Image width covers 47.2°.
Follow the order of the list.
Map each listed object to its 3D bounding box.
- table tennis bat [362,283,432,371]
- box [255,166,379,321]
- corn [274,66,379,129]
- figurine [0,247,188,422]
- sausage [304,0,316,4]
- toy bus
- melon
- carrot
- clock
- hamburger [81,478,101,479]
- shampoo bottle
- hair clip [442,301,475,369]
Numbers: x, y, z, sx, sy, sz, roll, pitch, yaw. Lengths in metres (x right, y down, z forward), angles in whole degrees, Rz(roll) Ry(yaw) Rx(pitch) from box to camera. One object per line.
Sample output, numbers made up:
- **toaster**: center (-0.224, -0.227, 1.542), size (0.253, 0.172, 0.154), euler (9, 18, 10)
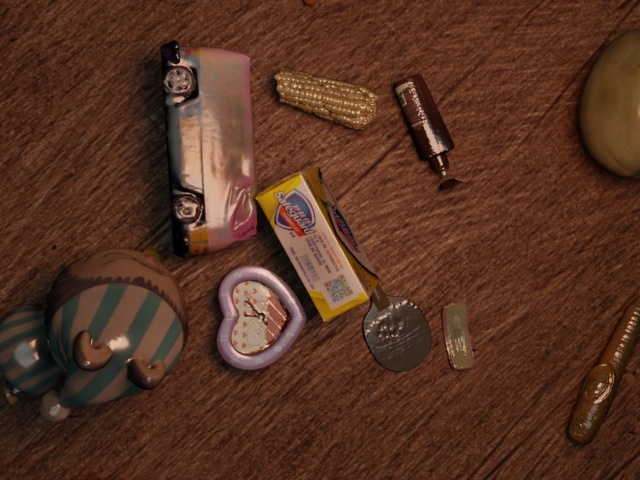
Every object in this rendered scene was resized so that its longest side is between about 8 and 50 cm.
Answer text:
- **table tennis bat**: center (0.137, 0.152, 1.472), size (0.131, 0.022, 0.234), euler (-28, 95, -7)
- **box**: center (0.000, 0.000, 1.372), size (0.097, 0.168, 0.265), euler (-28, 91, 15)
- **corn**: center (0.009, -0.276, 1.436), size (0.211, 0.087, 0.087), euler (15, 86, -2)
- **figurine**: center (-0.402, 0.157, 1.211), size (0.361, 0.378, 0.266), euler (-26, 92, -10)
- **sausage**: center (-0.031, -0.561, 1.454), size (0.043, 0.043, 0.186), euler (-13, 90, -9)
- **toy bus**: center (-0.203, -0.162, 1.354), size (0.162, 0.171, 0.386), euler (-3, 89, -12)
- **melon**: center (0.639, -0.261, 1.443), size (0.272, 0.272, 0.308), euler (24, 73, -7)
- **carrot**: center (0.600, 0.260, 1.516), size (0.070, 0.070, 0.342), euler (28, 83, -7)
- **clock**: center (-0.113, 0.146, 1.409), size (0.172, 0.064, 0.198), euler (1, 88, -8)
- **hamburger**: center (-0.395, 0.571, 1.319), size (0.243, 0.146, 0.286), euler (-24, 86, -15)
- **shampoo bottle**: center (0.218, -0.216, 1.467), size (0.067, 0.068, 0.236), euler (-22, 93, -11)
- **hair clip**: center (0.280, 0.193, 1.489), size (0.054, 0.022, 0.137), euler (-9, 90, -10)
